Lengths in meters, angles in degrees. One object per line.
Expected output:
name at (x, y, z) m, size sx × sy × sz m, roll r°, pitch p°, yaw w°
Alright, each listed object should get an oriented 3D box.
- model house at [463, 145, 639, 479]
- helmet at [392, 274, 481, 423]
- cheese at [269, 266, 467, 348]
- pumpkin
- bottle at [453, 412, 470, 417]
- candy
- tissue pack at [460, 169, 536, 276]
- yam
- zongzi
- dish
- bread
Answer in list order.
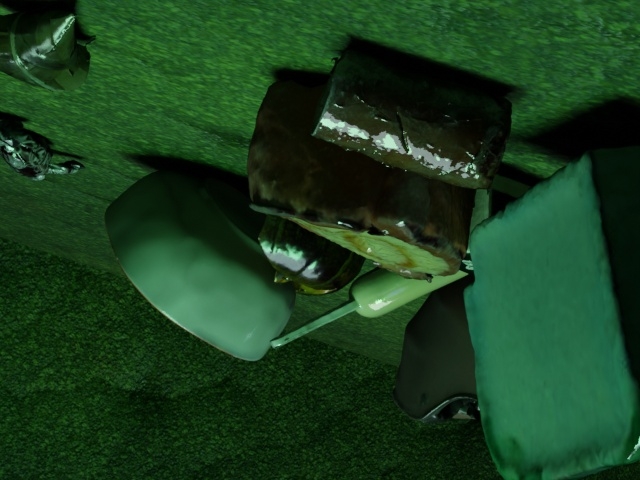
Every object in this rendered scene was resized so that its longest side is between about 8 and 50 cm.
model house at (0.278, 0.057, 1.264) m, size 0.248 × 0.230 × 0.280 m, roll -4°, pitch 168°, yaw -18°
helmet at (0.256, 0.134, 1.966) m, size 0.338 × 0.197 × 0.271 m, roll 3°, pitch 176°, yaw 26°
cheese at (0.058, 0.060, 1.816) m, size 0.251 × 0.054 × 0.127 m, roll -26°, pitch 178°, yaw -9°
pumpkin at (0.000, 0.000, 1.791) m, size 0.107 × 0.119 × 0.183 m, roll 13°, pitch 172°, yaw 7°
bottle at (0.266, 0.168, 2.328) m, size 0.206 × 0.173 × 0.297 m, roll 1°, pitch 175°, yaw -21°
candy at (-0.355, -0.105, 1.984) m, size 0.094 × 0.051 × 0.226 m, roll 11°, pitch 171°, yaw 11°
tissue pack at (0.186, -0.003, 1.512) m, size 0.170 × 0.091 × 0.103 m, roll 20°, pitch 163°, yaw -32°
yam at (0.069, -0.090, 1.207) m, size 0.141 × 0.079 × 0.079 m, roll 17°, pitch 172°, yaw -8°
zongzi at (-0.208, -0.157, 1.352) m, size 0.119 × 0.055 × 0.109 m, roll -5°, pitch 164°, yaw 37°
dish at (-0.124, 0.011, 1.920) m, size 0.256 × 0.117 × 0.256 m, roll 39°, pitch -164°, yaw -14°
bread at (0.042, -0.047, 1.372) m, size 0.190 × 0.123 × 0.244 m, roll 14°, pitch 172°, yaw 22°
